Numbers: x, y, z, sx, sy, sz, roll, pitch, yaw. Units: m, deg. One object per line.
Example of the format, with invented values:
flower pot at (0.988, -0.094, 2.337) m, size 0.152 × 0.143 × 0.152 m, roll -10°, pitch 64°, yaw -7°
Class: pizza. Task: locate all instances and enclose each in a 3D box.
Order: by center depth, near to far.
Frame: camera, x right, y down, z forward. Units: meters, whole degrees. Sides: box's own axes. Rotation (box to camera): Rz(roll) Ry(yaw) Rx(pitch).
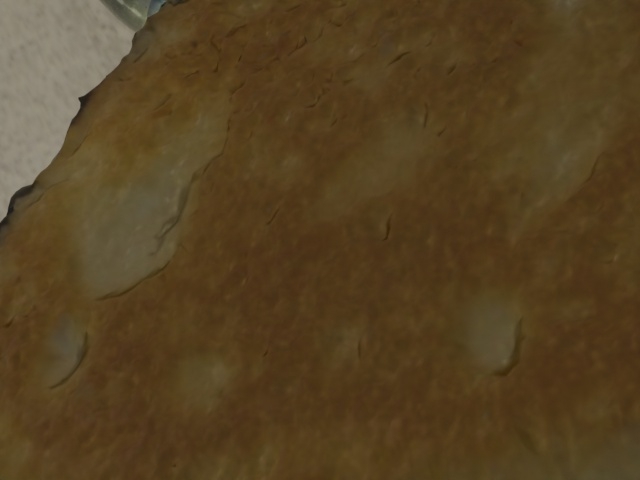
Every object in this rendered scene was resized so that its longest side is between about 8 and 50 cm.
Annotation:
pizza at (-0.003, 0.027, 0.638) m, size 0.392 × 0.435 × 0.080 m, roll -37°, pitch 135°, yaw 5°

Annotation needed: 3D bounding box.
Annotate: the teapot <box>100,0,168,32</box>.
teapot at (-0.060, -0.143, 0.813) m, size 0.092 × 0.091 × 0.124 m, roll -11°, pitch 154°, yaw -40°
